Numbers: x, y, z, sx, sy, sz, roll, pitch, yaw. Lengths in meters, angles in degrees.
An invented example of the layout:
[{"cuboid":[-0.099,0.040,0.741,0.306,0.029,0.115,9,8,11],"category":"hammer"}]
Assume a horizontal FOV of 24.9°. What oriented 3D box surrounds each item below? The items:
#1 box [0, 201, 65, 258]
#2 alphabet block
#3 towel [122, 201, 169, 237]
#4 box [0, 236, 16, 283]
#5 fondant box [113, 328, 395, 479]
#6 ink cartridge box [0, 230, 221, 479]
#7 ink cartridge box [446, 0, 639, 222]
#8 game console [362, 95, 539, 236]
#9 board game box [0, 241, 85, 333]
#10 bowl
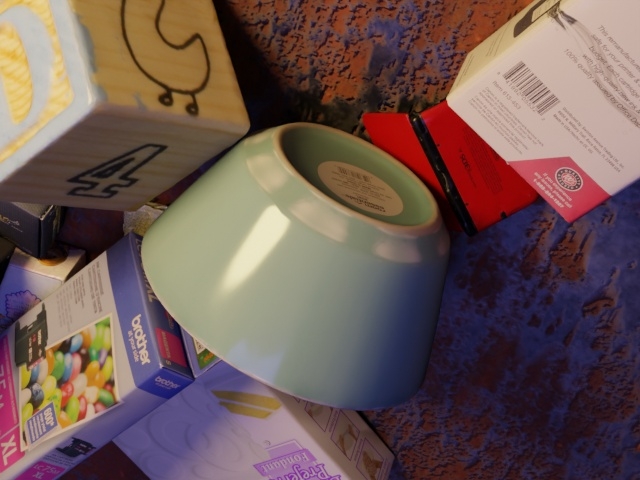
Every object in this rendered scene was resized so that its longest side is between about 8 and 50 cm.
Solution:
[{"cuboid":[-0.386,-0.077,1.567,0.233,0.059,0.183,30,161,-3],"category":"box"},{"cuboid":[-0.217,-0.151,1.368,0.193,0.197,0.192,-29,70,36],"category":"alphabet block"},{"cuboid":[-0.172,0.021,1.632,0.110,0.027,0.148,13,128,13],"category":"towel"},{"cuboid":[-0.539,0.062,1.548,0.294,0.296,0.182,31,123,2],"category":"box"},{"cuboid":[-0.106,0.209,1.683,0.238,0.096,0.330,-22,122,32],"category":"fondant box"},{"cuboid":[-0.243,0.123,1.570,0.311,0.185,0.065,-34,141,21],"category":"ink cartridge box"},{"cuboid":[0.260,-0.152,1.292,0.172,0.100,0.237,43,129,-12],"category":"ink cartridge box"},{"cuboid":[0.131,-0.084,1.448,0.124,0.085,0.144,-28,115,1],"category":"game console"},{"cuboid":[-0.446,0.107,1.773,0.319,0.066,0.318,17,128,9],"category":"board game box"},{"cuboid":[0.000,0.000,1.397,0.312,0.311,0.163,28,115,0],"category":"bowl"}]
